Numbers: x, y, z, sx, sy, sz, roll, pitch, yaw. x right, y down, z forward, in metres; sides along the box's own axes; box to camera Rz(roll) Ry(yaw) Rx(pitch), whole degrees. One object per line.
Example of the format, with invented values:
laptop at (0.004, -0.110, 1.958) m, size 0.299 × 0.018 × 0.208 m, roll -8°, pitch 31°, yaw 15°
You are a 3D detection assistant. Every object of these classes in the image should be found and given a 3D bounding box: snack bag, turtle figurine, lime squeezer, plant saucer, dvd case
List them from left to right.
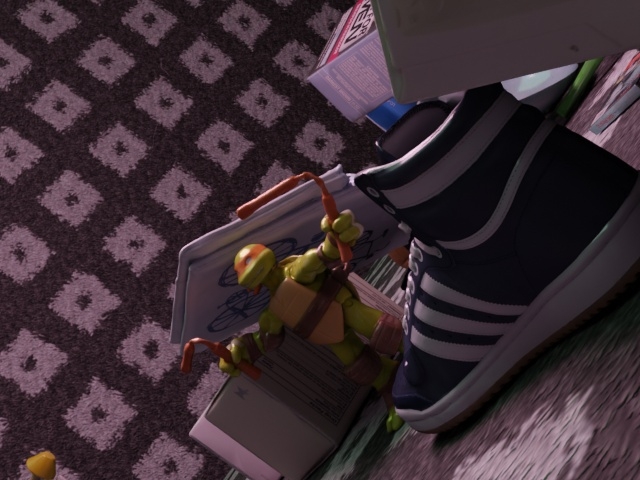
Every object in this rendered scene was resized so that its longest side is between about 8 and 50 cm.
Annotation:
turtle figurine at (-0.001, 0.072, 0.881) m, size 0.269 × 0.217 × 0.087 m, roll -54°, pitch -1°, yaw 35°
snack bag at (0.000, 0.000, 1.064) m, size 0.342 × 0.037 × 0.323 m, roll -26°, pitch -15°, yaw -17°
plant saucer at (0.244, -0.176, 1.306) m, size 0.195 × 0.037 × 0.195 m, roll -22°, pitch 14°, yaw 6°
dvd case at (0.298, -0.159, 0.938) m, size 0.119 × 0.013 × 0.087 m, roll -52°, pitch -2°, yaw -26°
lime squeezer at (0.376, -0.278, 1.183) m, size 0.310 × 0.059 × 0.110 m, roll -55°, pitch -31°, yaw 9°

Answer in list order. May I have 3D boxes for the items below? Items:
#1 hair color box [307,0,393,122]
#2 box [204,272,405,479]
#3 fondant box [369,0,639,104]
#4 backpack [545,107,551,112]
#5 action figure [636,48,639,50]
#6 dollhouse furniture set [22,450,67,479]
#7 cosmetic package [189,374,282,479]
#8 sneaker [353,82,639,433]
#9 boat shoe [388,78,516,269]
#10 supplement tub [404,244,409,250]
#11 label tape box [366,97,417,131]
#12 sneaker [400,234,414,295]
hair color box at (0.163, -0.348, 1.542) m, size 0.374 × 0.113 × 0.185 m, roll -27°, pitch 29°, yaw 42°
box at (-0.012, 0.154, 1.249) m, size 0.232 × 0.148 × 0.127 m, roll -52°, pitch -2°, yaw -43°
fondant box at (0.165, -0.163, 0.564) m, size 0.238 × 0.096 × 0.330 m, roll -12°, pitch 12°, yaw 14°
backpack at (0.289, -0.259, 1.530) m, size 0.144 × 0.166 × 0.188 m, roll -51°, pitch 12°, yaw -3°
action figure at (0.300, -0.285, 0.770) m, size 0.276 × 0.164 × 0.141 m, roll -49°, pitch 43°, yaw 17°
dollhouse furniture set at (-0.272, 0.378, 1.263) m, size 0.198 × 0.303 × 0.286 m, roll -55°, pitch -1°, yaw 8°
cosmetic package at (-0.089, 0.266, 1.630) m, size 0.197 × 0.155 × 0.365 m, roll -55°, pitch 1°, yaw -9°
sneaker at (0.078, 0.012, 0.628) m, size 0.099 × 0.153 × 0.282 m, roll -52°, pitch -1°, yaw -38°
boat shoe at (0.192, -0.121, 1.493) m, size 0.341 × 0.121 × 0.110 m, roll -66°, pitch -14°, yaw 22°
supplement tub at (0.181, -0.069, 1.332) m, size 0.198 × 0.106 × 0.106 m, roll -54°, pitch -1°, yaw -32°
label tape box at (0.244, -0.264, 1.788) m, size 0.115 × 0.249 × 0.348 m, roll -52°, pitch 1°, yaw 39°
sneaker at (0.119, 0.034, 1.088) m, size 0.087 × 0.083 × 0.221 m, roll -59°, pitch -3°, yaw 1°
